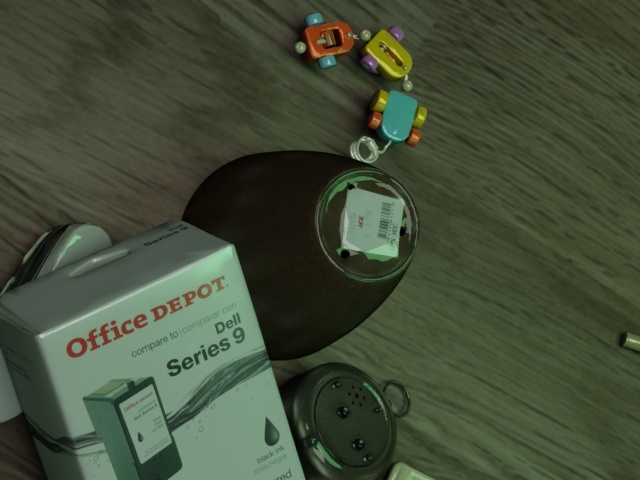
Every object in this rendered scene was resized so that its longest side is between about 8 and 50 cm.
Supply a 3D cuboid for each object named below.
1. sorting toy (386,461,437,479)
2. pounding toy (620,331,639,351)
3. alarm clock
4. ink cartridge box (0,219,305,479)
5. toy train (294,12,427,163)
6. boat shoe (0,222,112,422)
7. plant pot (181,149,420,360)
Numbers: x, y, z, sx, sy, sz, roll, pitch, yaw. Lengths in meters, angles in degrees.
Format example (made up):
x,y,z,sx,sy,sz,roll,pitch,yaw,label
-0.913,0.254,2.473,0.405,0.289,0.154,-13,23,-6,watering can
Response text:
x,y,z,sx,sy,sz,roll,pitch,yaw,label
0.127,0.355,1.898,0.208,0.038,0.193,30,72,-17,sorting toy
0.461,0.042,2.051,0.183,0.110,0.237,27,72,-18,pounding toy
0.029,0.182,1.857,0.192,0.064,0.129,-21,85,-46,alarm clock
-0.155,0.156,1.712,0.211,0.121,0.289,-26,113,-24,ink cartridge box
0.041,-0.162,1.934,0.125,0.046,0.166,-19,87,-24,toy train
-0.276,0.078,1.746,0.078,0.070,0.219,49,60,-34,boat shoe
0.000,0.000,1.789,0.215,0.230,0.215,4,80,-23,plant pot
